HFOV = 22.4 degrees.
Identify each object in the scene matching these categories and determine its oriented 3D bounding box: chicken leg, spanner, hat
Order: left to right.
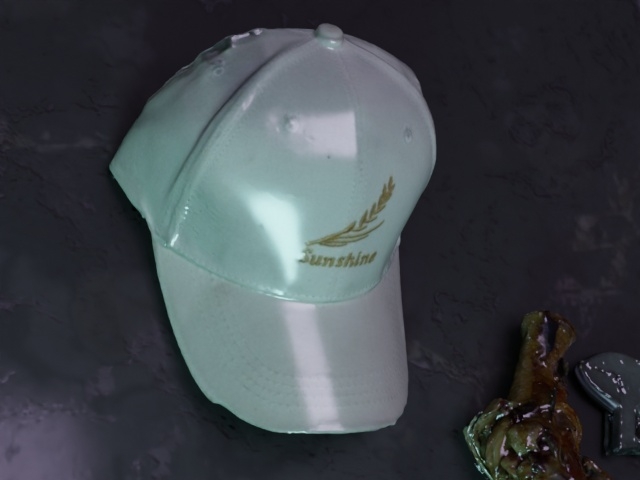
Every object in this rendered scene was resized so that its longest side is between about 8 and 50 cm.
[{"bbox_3d":[-0.004,-0.002,1.235,0.257,0.168,0.302,-2,70,-28],"label":"hat"},{"bbox_3d":[0.177,0.150,1.328,0.125,0.080,0.196,8,58,-36],"label":"chicken leg"},{"bbox_3d":[0.342,0.210,1.415,0.325,0.026,0.093,39,56,-10],"label":"spanner"}]
